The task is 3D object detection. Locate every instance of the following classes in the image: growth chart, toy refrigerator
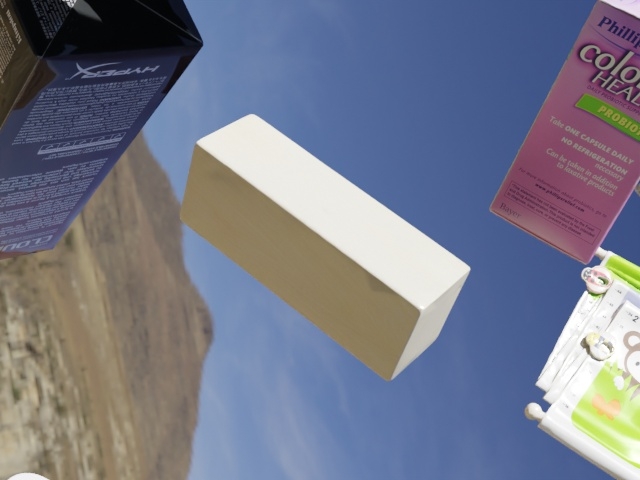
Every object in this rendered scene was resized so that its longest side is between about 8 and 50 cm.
[{"bbox_3d":[0.305,0.125,1.009,0.237,0.172,0.021,-59,168,-29],"label":"growth chart"},{"bbox_3d":[0.000,0.000,0.971,0.269,0.094,0.102,36,-46,19],"label":"toy refrigerator"}]

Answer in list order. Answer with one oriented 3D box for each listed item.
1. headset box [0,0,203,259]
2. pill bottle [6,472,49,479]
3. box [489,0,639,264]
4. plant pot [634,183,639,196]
[{"bbox_3d":[-0.223,-0.128,0.675,0.293,0.110,0.218,-42,-111,46],"label":"headset box"},{"bbox_3d":[-0.265,0.249,0.794,0.160,0.087,0.087,-40,-131,23],"label":"pill bottle"},{"bbox_3d":[0.303,-0.134,1.054,0.117,0.213,0.243,30,-58,13],"label":"box"},{"bbox_3d":[0.268,-0.015,0.583,0.109,0.096,0.109,41,4,-26],"label":"plant pot"}]
